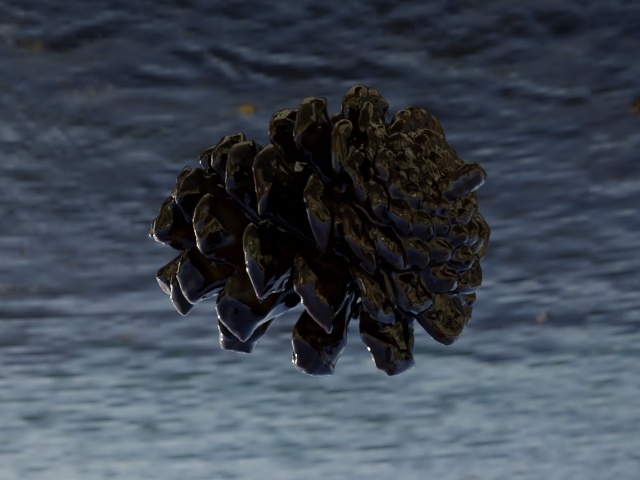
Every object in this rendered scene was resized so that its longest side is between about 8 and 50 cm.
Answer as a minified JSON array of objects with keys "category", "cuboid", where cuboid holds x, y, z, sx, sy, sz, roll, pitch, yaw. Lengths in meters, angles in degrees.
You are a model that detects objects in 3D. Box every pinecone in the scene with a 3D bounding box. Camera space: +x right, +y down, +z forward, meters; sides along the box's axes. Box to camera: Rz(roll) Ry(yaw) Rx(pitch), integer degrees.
[{"category":"pinecone","cuboid":[0.000,0.000,1.187,0.309,0.244,0.244,-9,165,36]}]
